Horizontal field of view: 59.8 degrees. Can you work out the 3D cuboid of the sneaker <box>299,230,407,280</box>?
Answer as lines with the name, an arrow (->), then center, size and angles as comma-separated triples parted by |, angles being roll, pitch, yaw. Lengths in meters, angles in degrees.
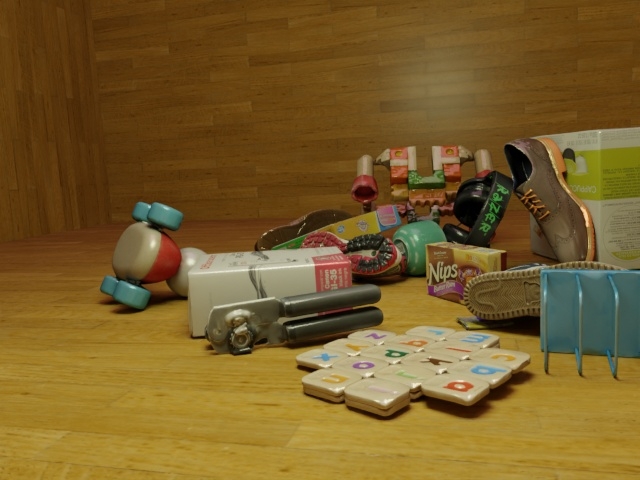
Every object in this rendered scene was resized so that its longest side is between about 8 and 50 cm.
sneaker -> 0.066, 0.051, 1.357 | 0.299, 0.121, 0.112 | 4, -16, 38

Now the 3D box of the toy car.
toy car -> -0.331, 0.060, 1.260 | 0.238, 0.219, 0.210 | 27, -12, -33

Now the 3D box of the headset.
headset -> 0.410, -0.028, 1.434 | 0.185, 0.243, 0.394 | 26, -8, 2

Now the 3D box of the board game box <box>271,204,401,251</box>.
board game box -> 0.052, -0.013, 1.606 | 0.242, 0.064, 0.316 | -21, -1, 41

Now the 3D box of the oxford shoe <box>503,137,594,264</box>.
oxford shoe -> 0.534, -0.085, 1.338 | 0.132, 0.364, 0.130 | -1, -29, -22

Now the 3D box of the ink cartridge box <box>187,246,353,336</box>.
ink cartridge box -> -0.093, 0.088, 1.035 | 0.283, 0.117, 0.207 | -3, 8, -5

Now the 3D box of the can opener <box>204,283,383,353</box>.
can opener -> -0.044, 0.120, 0.897 | 0.283, 0.076, 0.095 | -8, 4, -15

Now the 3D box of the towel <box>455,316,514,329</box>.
towel -> 0.274, 0.136, 0.933 | 0.083, 0.009, 0.060 | -4, 7, -3

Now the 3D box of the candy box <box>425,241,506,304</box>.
candy box -> 0.281, 0.065, 1.090 | 0.053, 0.109, 0.186 | -7, 9, -26

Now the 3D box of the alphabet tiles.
alphabet tiles -> 0.116, 0.163, 0.742 | 0.278, 0.021, 0.284 | 0, 7, 43

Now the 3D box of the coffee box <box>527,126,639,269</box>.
coffee box -> 0.770, -0.117, 1.426 | 0.338, 0.334, 0.337 | -5, 8, -6

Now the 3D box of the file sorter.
file sorter -> 0.372, 0.107, 0.710 | 0.170, 0.118, 0.104 | 0, 12, 22

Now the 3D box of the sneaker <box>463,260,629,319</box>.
sneaker -> 0.387, 0.081, 0.876 | 0.282, 0.099, 0.153 | -4, -2, 43

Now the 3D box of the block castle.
block castle -> 0.332, -0.117, 1.774 | 0.453, 0.303, 0.213 | -1, 50, 8

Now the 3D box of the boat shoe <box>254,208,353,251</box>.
boat shoe -> -0.055, -0.019, 1.836 | 0.342, 0.123, 0.123 | -20, 2, -18

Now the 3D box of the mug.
mug -> 0.234, 0.033, 1.376 | 0.097, 0.158, 0.129 | -12, 34, -26
